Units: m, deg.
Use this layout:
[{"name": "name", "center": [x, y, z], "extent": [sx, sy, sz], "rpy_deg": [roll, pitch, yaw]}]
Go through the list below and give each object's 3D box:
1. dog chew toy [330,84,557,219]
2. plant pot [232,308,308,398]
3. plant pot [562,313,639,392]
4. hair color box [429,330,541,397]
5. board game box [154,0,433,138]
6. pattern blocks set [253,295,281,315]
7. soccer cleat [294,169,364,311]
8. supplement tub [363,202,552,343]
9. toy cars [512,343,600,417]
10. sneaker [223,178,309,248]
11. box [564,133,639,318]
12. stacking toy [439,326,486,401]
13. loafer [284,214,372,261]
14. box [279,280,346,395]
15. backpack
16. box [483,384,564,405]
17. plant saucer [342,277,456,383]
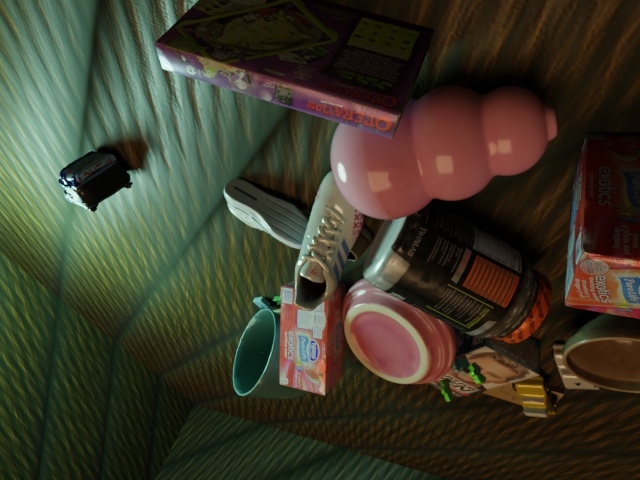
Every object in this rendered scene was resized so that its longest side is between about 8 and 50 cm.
[{"name": "dog chew toy", "center": [0.187, -0.147, 0.674], "extent": [0.332, 0.206, 0.206], "rpy_deg": [-8, 134, 27]}, {"name": "plant pot", "center": [-0.130, 0.412, 1.466], "extent": [0.235, 0.293, 0.293], "rpy_deg": [25, 147, -25]}, {"name": "plant pot", "center": [0.676, 0.237, 0.947], "extent": [0.237, 0.110, 0.237], "rpy_deg": [16, 143, 12]}, {"name": "hair color box", "center": [0.440, 0.349, 1.235], "extent": [0.174, 0.105, 0.347], "rpy_deg": [28, 144, -6]}, {"name": "board game box", "center": [-0.029, -0.278, 0.616], "extent": [0.347, 0.208, 0.056], "rpy_deg": [20, 144, 8]}, {"name": "pattern blocks set", "center": [-0.084, 0.301, 1.549], "extent": [0.285, 0.026, 0.325], "rpy_deg": [-5, 135, 35]}, {"name": "soccer cleat", "center": [0.015, 0.010, 0.929], "extent": [0.116, 0.143, 0.331], "rpy_deg": [19, 116, 14]}, {"name": "supplement tub", "center": [0.278, 0.066, 0.878], "extent": [0.338, 0.207, 0.207], "rpy_deg": [28, 145, -4]}, {"name": "toy cars", "center": [0.659, 0.418, 1.188], "extent": [0.176, 0.087, 0.393], "rpy_deg": [19, 140, 6]}, {"name": "sneaker", "center": [-0.126, -0.059, 1.053], "extent": [0.258, 0.094, 0.091], "rpy_deg": [36, 156, 12]}, {"name": "box", "center": [0.438, -0.030, 0.616], "extent": [0.123, 0.257, 0.128], "rpy_deg": [9, 142, 25]}, {"name": "stacking toy", "center": [0.362, 0.291, 1.118], "extent": [0.052, 0.221, 0.167], "rpy_deg": [6, 145, -13]}, {"name": "loafer", "center": [0.000, 0.000, 1.059], "extent": [0.251, 0.087, 0.094], "rpy_deg": [5, 140, 26]}, {"name": "box", "center": [-0.019, 0.271, 1.240], "extent": [0.154, 0.142, 0.300], "rpy_deg": [5, 99, 25]}, {"name": "backpack", "center": [-0.639, -0.171, 1.171], "extent": [0.173, 0.158, 0.117], "rpy_deg": [14, 137, 34]}, {"name": "box", "center": [0.645, 0.487, 1.364], "extent": [0.201, 0.021, 0.164], "rpy_deg": [14, 143, 16]}, {"name": "plant saucer", "center": [0.187, 0.254, 1.125], "extent": [0.332, 0.084, 0.332], "rpy_deg": [21, 128, 29]}]
